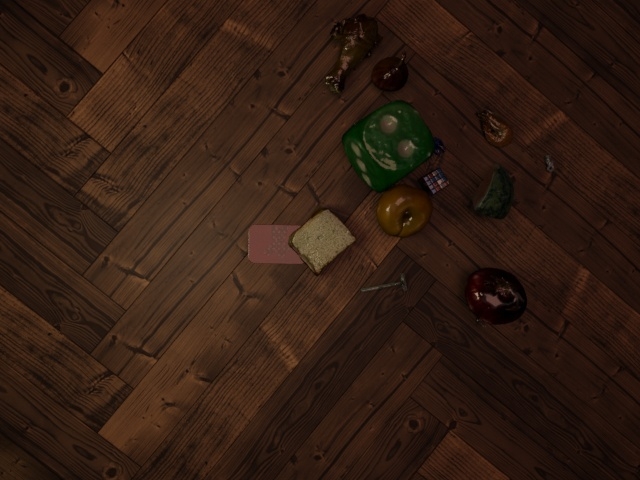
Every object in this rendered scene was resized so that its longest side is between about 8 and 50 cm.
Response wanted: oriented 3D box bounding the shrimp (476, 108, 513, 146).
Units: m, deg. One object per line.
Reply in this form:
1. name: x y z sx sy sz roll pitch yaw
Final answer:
1. shrimp: 0.801 -0.522 1.909 0.217 0.051 0.115 43 90 -5

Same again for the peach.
1. peach: 0.369 -0.127 1.825 0.252 0.153 0.251 -1 121 -2

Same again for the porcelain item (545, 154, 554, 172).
1. porcelain item: 1.078 -0.361 1.936 0.036 0.028 0.083 -10 92 13

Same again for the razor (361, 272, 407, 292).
1. razor: 0.289 0.210 1.888 0.212 0.036 0.084 -11 89 -4

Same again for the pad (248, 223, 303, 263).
1. pad: -0.193 0.017 1.875 0.268 0.004 0.180 1 91 -4

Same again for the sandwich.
1. sandwich: 0.000 0.000 1.844 0.251 0.087 0.226 -43 95 -5

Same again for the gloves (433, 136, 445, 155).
1. gloves: 0.542 -0.436 1.904 0.064 0.026 0.086 -17 91 -5

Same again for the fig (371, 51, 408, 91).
1. fig: 0.326 -0.737 1.826 0.150 0.202 0.148 5 106 -38

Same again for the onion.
1. onion: 0.768 0.261 1.851 0.273 0.285 0.272 5 52 -7

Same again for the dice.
1. dice: 0.284 -0.399 1.757 0.287 0.297 0.300 -35 91 -5

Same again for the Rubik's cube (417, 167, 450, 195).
1. Rubik's cube: 0.513 -0.265 1.870 0.092 0.092 0.092 -32 92 -2

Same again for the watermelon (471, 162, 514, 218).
1. watermelon: 0.787 -0.221 1.862 0.176 0.256 0.260 35 98 41

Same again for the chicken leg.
1. chicken leg: 0.121 -0.853 1.822 0.212 0.140 0.361 40 84 -11
